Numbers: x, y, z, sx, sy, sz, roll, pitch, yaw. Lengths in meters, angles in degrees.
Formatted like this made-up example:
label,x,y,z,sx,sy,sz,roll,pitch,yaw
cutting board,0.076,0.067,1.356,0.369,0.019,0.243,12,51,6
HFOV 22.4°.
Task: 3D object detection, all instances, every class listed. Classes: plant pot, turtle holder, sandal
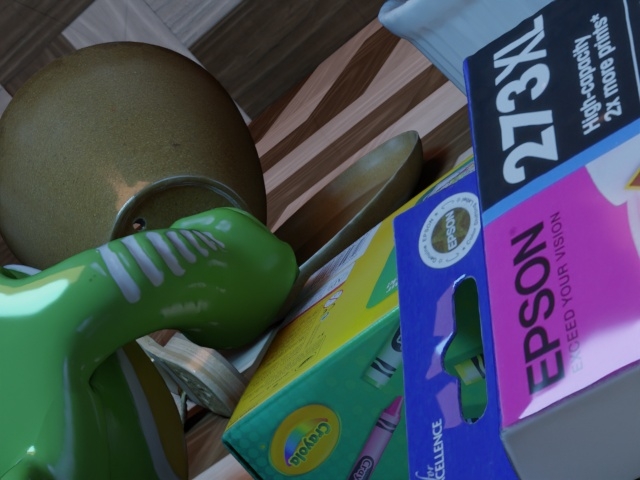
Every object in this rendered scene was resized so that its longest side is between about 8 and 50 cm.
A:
label,x,y,z,sx,sy,sz,roll,pitch,yaw
plant pot,-0.140,-0.024,1.315,0.237,0.237,0.254,-42,23,-1
plant pot,0.000,0.000,1.323,0.236,0.032,0.236,-42,9,8
turtle holder,-0.175,0.105,0.846,0.227,0.243,0.320,18,-88,-63
sandal,-0.130,0.114,1.187,0.079,0.088,0.240,-48,17,-17

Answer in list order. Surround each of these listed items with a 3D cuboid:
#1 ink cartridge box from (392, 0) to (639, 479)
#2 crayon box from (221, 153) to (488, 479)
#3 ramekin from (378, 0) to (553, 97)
label,x,y,z,sx,sy,sz,roll,pitch,yaw
ink cartridge box,0.148,-0.036,0.538,0.371,0.069,0.176,-34,41,34
crayon box,0.094,0.010,0.748,0.278,0.081,0.165,-37,11,28
ramekin,0.187,-0.203,1.160,0.277,0.135,0.277,-41,9,8
